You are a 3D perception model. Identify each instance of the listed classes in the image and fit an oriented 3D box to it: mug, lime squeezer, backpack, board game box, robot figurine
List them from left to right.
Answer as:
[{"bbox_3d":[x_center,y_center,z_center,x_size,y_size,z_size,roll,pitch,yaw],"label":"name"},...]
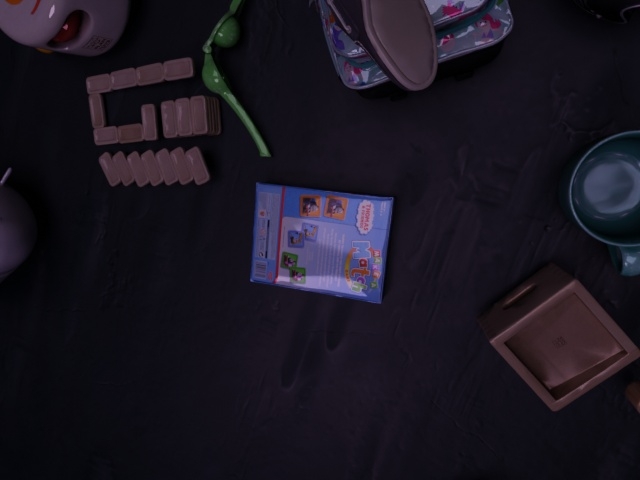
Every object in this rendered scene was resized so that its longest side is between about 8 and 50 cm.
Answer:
[{"bbox_3d":[-0.663,0.011,0.816,0.354,0.200,0.299,-34,64,19],"label":"robot figurine"},{"bbox_3d":[-0.124,-0.286,0.682,0.110,0.059,0.309,6,100,16],"label":"lime squeezer"},{"bbox_3d":[0.000,0.000,0.698,0.212,0.039,0.159,9,101,16],"label":"board game box"},{"bbox_3d":[0.096,-0.324,0.548,0.226,0.191,0.253,-13,89,19],"label":"backpack"},{"bbox_3d":[0.355,-0.052,0.551,0.130,0.097,0.157,27,106,11],"label":"mug"}]

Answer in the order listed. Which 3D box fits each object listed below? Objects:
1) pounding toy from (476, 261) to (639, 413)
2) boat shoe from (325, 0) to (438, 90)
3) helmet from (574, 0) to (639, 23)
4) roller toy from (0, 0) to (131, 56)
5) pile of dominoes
[{"bbox_3d":[0.348,0.132,0.591,0.181,0.094,0.206,-42,95,13],"label":"pounding toy"},{"bbox_3d":[0.048,-0.240,0.462,0.075,0.065,0.206,-36,98,-19],"label":"boat shoe"},{"bbox_3d":[0.338,-0.327,0.478,0.170,0.161,0.169,3,99,17],"label":"helmet"},{"bbox_3d":[-0.399,-0.389,0.701,0.191,0.146,0.209,24,111,21],"label":"roller toy"},{"bbox_3d":[-0.281,-0.189,0.767,0.252,0.040,0.195,1,100,25],"label":"pile of dominoes"}]
